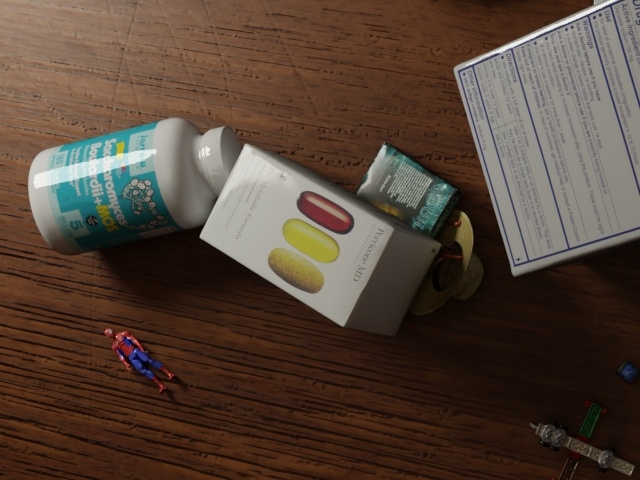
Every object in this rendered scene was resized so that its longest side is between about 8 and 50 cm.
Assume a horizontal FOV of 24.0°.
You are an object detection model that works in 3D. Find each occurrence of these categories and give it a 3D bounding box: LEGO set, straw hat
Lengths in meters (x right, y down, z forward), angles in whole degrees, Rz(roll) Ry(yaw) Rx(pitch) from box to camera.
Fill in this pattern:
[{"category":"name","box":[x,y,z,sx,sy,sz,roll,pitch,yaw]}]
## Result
[{"category":"LEGO set","box":[0.371,0.277,1.835,0.182,0.060,0.244,-19,85,3]},{"category":"straw hat","box":[0.169,0.038,1.870,0.061,0.144,0.144,27,99,-26]}]

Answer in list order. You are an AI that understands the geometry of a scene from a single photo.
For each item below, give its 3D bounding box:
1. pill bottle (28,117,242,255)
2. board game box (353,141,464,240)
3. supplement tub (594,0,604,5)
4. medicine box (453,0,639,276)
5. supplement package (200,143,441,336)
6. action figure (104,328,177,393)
[{"category":"pill bottle","box":[-0.233,-0.075,1.948,0.264,0.146,0.146,-13,86,15]},{"category":"board game box","box":[0.084,-0.014,1.902,0.126,0.026,0.186,36,100,29]},{"category":"supplement tub","box":[0.387,-0.280,1.811,0.107,0.071,0.071,-3,89,15]},{"category":"medicine box","box":[0.333,-0.124,1.727,0.289,0.149,0.264,-20,83,43]},{"category":"supplement package","box":[0.000,0.000,1.854,0.244,0.134,0.139,30,97,30]},{"category":"action figure","box":[-0.245,0.156,2.011,0.115,0.030,0.038,39,105,15]}]
